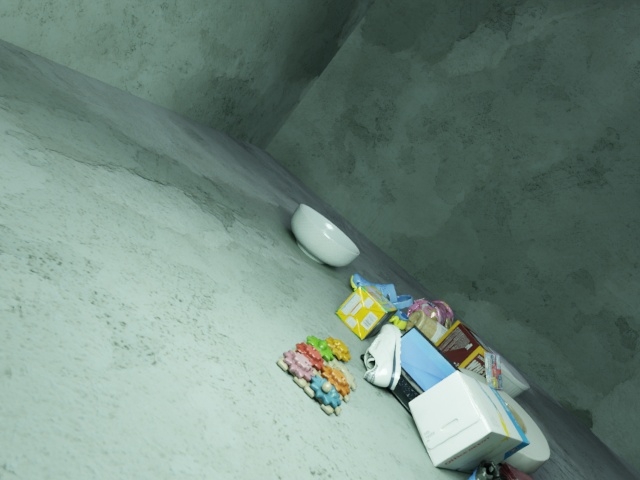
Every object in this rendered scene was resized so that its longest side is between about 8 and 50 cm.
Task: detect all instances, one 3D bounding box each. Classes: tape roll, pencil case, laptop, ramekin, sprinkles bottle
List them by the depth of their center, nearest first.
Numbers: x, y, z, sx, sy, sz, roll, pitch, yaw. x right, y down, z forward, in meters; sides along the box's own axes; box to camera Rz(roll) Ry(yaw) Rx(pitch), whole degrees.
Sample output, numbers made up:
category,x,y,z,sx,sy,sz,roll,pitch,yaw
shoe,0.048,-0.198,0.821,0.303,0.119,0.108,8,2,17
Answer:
category,x,y,z,sx,sy,sz,roll,pitch,yaw
laptop,0.286,0.385,1.350,0.234,0.137,0.264,45,12,28
tape roll,0.593,0.601,1.529,0.391,0.072,0.392,29,18,-10
sprinkles bottle,0.536,0.445,1.959,0.355,0.121,0.121,37,12,-14
ramekin,0.869,0.657,2.186,0.272,0.127,0.273,38,12,-9
pencil case,0.548,0.373,2.200,0.159,0.167,0.386,8,-5,28

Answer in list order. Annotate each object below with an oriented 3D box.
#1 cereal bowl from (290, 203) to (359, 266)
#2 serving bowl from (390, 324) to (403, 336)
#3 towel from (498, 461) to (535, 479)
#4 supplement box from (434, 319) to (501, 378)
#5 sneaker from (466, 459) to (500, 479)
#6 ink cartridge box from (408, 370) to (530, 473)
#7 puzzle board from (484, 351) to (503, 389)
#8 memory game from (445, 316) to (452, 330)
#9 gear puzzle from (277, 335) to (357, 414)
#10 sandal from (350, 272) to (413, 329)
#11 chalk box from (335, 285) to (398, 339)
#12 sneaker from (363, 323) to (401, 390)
category,x,y,z,sx,sy,sz,roll,pitch,yaw
cereal bowl,0.000,0.000,1.923,0.338,0.141,0.339,37,12,-9
serving bowl,0.285,0.363,1.713,0.083,0.027,0.083,38,12,-9
towel,0.638,0.782,1.202,0.237,0.037,0.329,37,13,-24
supplement box,0.571,0.469,1.792,0.129,0.191,0.194,36,11,-25
sneaker,0.412,0.585,1.104,0.152,0.085,0.058,27,17,-49
ink cartridge box,0.381,0.474,1.155,0.232,0.171,0.168,32,24,-38
puzzle board,0.645,0.485,1.661,0.096,0.011,0.128,19,62,-34
memory game,0.613,0.457,2.125,0.186,0.012,0.187,-5,90,-65
gear puzzle,0.025,0.297,1.088,0.175,0.044,0.339,42,11,12
sandal,0.267,0.232,1.895,0.317,0.138,0.126,36,13,-7
chalk box,0.170,0.244,1.545,0.132,0.132,0.213,43,11,20
sneaker,0.177,0.319,1.286,0.094,0.090,0.235,12,28,2
